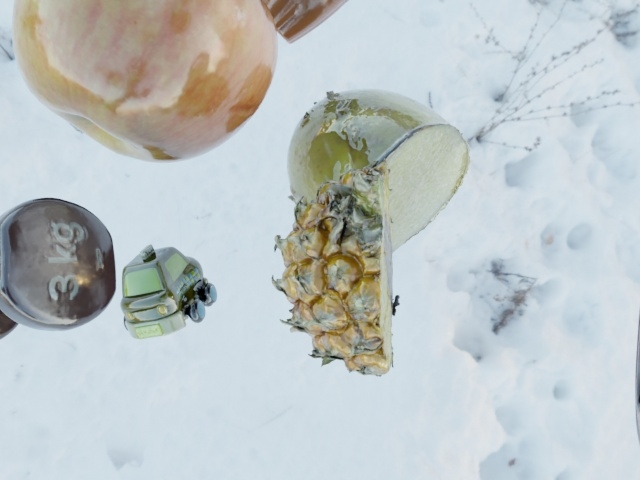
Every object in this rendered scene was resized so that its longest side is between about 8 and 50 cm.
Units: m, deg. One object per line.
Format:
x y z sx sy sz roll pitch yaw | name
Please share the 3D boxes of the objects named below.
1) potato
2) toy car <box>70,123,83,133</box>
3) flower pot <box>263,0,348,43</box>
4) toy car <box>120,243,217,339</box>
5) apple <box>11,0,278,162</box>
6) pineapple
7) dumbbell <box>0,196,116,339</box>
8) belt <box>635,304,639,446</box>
0.103 -0.174 1.235 0.319 0.442 0.385 47 112 29 | potato
-0.567 -0.286 1.199 0.041 0.025 0.093 -49 125 -6 | toy car
-0.056 -0.556 1.199 0.173 0.190 0.190 -44 93 14 | flower pot
-0.386 0.104 1.283 0.204 0.248 0.198 -11 109 13 | toy car
-0.276 -0.310 0.848 0.391 0.391 0.346 31 86 -8 | apple
0.000 -0.002 0.766 0.209 0.286 0.344 -3 55 12 | pineapple
-0.343 0.042 0.580 0.124 0.225 0.140 10 68 -57 | dumbbell
0.425 0.097 0.575 0.115 0.227 0.323 3 109 23 | belt
